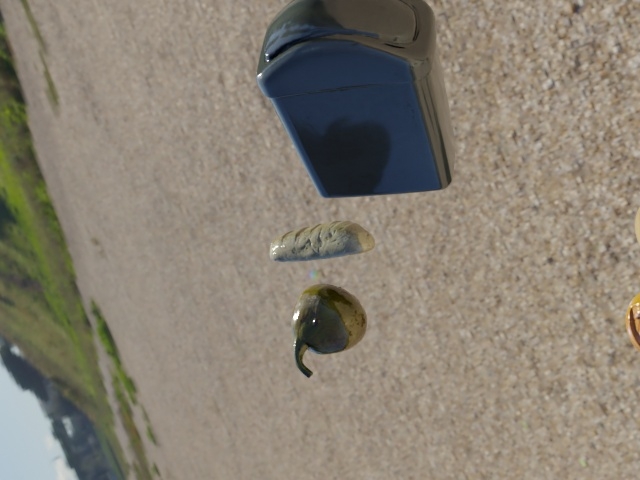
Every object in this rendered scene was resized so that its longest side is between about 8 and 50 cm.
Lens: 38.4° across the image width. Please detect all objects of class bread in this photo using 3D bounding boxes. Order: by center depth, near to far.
[{"bbox_3d":[0.000,0.001,1.383,0.214,0.073,0.053,-8,93,47],"label":"bread"}]

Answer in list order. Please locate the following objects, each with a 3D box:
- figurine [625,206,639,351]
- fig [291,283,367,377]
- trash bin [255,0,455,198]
[{"bbox_3d":[0.479,0.087,1.211,0.222,0.124,0.325,122,148,-72],"label":"figurine"},{"bbox_3d":[0.000,0.094,1.009,0.084,0.098,0.082,50,165,15],"label":"fig"},{"bbox_3d":[0.041,-0.149,0.944,0.236,0.176,0.101,65,-154,-50],"label":"trash bin"}]
